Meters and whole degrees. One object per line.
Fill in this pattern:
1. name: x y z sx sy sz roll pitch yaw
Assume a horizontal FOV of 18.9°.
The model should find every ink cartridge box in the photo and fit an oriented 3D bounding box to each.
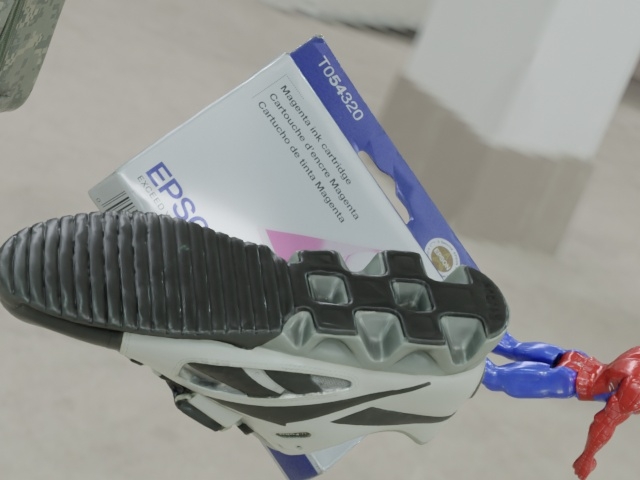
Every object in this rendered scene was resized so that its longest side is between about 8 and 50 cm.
1. ink cartridge box: 0.000 0.000 1.773 0.330 0.071 0.324 -39 97 -36

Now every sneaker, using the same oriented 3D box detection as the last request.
1. sneaker: -0.054 0.077 1.248 0.330 0.146 0.122 11 37 -11

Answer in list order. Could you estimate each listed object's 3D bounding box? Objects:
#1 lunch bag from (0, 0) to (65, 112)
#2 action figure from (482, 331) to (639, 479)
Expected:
1. lunch bag: -0.382 -0.258 1.840 0.212 0.305 0.256 30 19 17
2. action figure: 0.203 0.139 1.592 0.280 0.139 0.091 4 32 33
